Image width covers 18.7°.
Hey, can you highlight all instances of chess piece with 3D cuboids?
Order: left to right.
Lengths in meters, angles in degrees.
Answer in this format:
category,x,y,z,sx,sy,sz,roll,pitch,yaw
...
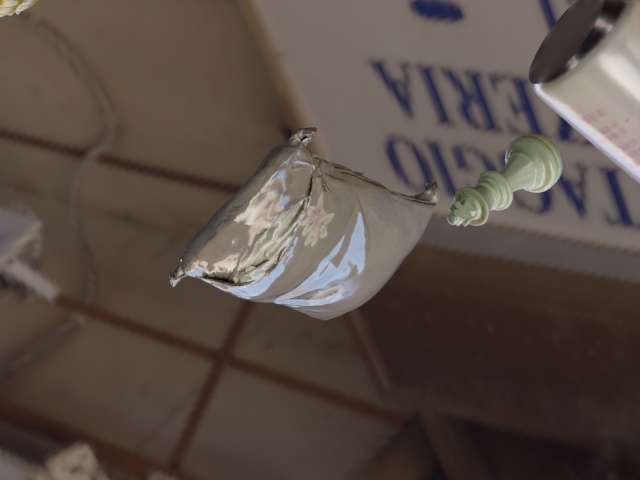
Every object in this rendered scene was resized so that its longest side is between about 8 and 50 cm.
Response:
category,x,y,z,sx,sy,sz,roll,pitch,yaw
chess piece,0.168,-0.051,1.859,0.059,0.059,0.149,10,-150,41

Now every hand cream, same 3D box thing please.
category,x,y,z,sx,sy,sz,roll,pitch,yaw
hand cream,0.332,-0.063,1.661,0.118,0.358,0.185,-47,-164,1

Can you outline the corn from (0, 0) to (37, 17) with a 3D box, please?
category,x,y,z,sx,sy,sz,roll,pitch,yaw
corn,-0.179,-0.254,1.123,0.131,0.344,0.131,5,-119,-9

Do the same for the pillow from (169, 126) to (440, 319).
category,x,y,z,sx,sy,sz,roll,pitch,yaw
pillow,0.000,0.000,1.537,0.169,0.255,0.059,-50,-119,14
